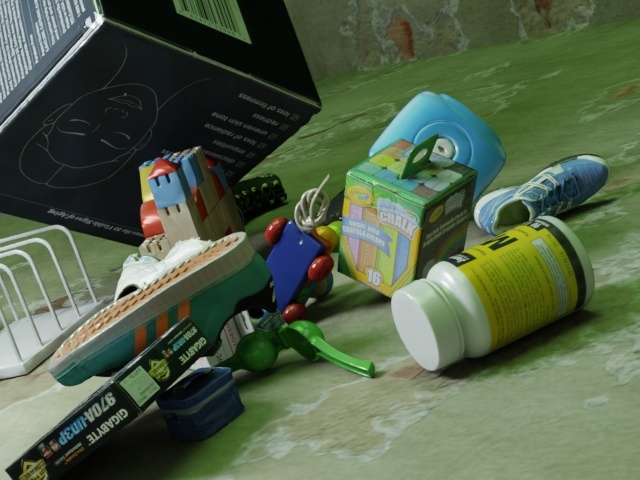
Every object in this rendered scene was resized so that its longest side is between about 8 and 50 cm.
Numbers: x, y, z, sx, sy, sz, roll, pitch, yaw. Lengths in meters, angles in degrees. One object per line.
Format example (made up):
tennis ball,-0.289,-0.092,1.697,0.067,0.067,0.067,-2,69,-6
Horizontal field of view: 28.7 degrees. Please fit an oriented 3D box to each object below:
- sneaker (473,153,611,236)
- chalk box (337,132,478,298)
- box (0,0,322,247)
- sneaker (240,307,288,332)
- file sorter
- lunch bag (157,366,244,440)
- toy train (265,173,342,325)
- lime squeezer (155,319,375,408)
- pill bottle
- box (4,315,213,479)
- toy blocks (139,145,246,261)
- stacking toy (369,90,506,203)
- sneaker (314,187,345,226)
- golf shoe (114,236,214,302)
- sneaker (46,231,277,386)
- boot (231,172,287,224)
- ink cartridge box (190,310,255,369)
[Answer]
sneaker,0.330,-0.058,1.834,0.211,0.080,0.081,-27,19,8
chalk box,0.116,-0.045,1.678,0.132,0.213,0.132,26,37,29
box,-0.347,-0.257,2.146,0.480,0.297,0.472,17,-47,-44
sneaker,-0.098,0.113,1.742,0.135,0.058,0.052,-8,17,40
file sorter,-0.530,0.108,2.101,0.193,0.173,0.277,-14,15,23
lunch bag,-0.145,0.190,1.478,0.067,0.065,0.098,-8,17,40
toy train,0.000,0.000,1.755,0.143,0.105,0.248,-19,-36,-55
lime squeezer,-0.059,0.155,1.571,0.310,0.059,0.110,-11,47,26
pill bottle,0.194,0.062,1.418,0.209,0.119,0.119,-23,14,-20
box,-0.245,0.194,1.453,0.220,0.051,0.175,-39,2,30
toy blocks,-0.210,-0.029,2.025,0.191,0.260,0.381,-16,13,10
stacking toy,0.170,-0.098,2.010,0.165,0.175,0.302,-49,-6,-15
sneaker,0.070,-0.032,2.099,0.118,0.083,0.222,-38,21,-2
golf shoe,-0.198,0.052,1.652,0.176,0.069,0.086,-18,33,35
sneaker,-0.193,0.115,1.571,0.302,0.121,0.108,-31,16,1
boot,-0.149,-0.082,2.542,0.179,0.085,0.236,-21,13,-18
ink cartridge box,-0.171,0.113,1.711,0.067,0.115,0.198,-29,16,-32
